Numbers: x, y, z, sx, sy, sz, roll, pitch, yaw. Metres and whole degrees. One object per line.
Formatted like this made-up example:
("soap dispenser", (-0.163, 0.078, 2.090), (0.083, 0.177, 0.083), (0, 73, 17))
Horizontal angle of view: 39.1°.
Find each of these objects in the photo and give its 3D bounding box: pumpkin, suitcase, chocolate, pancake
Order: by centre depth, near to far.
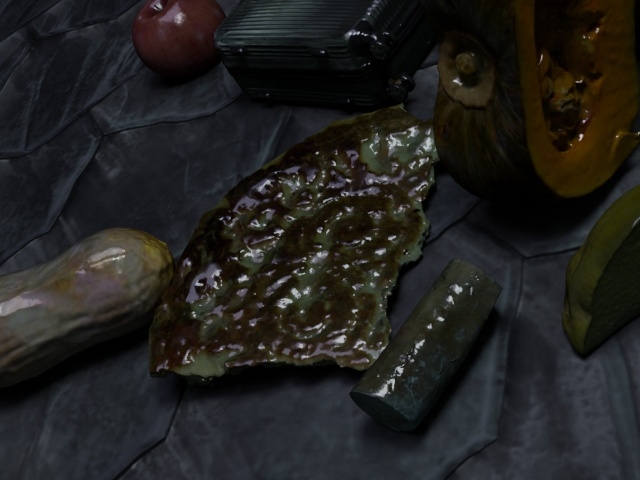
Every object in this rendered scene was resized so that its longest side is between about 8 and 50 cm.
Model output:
("pumpkin", (0.211, -0.193, 0.863), (0.222, 0.317, 0.139), (-30, 29, -30))
("pancake", (-0.005, 0.000, 1.006), (0.305, 0.067, 0.427), (8, 52, 28))
("chocolate", (-0.311, 0.080, 1.046), (0.309, 0.134, 0.134), (-24, 40, 10))
("suitcase", (0.017, -0.287, 1.217), (0.312, 0.128, 0.202), (12, 56, 40))

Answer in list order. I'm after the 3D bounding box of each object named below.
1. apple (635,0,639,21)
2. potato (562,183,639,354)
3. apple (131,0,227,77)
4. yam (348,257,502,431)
("apple", (0.308, -0.421, 1.017), (0.374, 0.374, 0.384), (-52, 15, -23))
("potato", (0.250, 0.004, 0.777), (0.149, 0.120, 0.081), (-35, 41, -5))
("apple", (-0.223, -0.330, 1.420), (0.153, 0.120, 0.153), (-17, 43, 17))
("yam", (0.101, 0.096, 0.821), (0.068, 0.068, 0.169), (20, 60, 43))
